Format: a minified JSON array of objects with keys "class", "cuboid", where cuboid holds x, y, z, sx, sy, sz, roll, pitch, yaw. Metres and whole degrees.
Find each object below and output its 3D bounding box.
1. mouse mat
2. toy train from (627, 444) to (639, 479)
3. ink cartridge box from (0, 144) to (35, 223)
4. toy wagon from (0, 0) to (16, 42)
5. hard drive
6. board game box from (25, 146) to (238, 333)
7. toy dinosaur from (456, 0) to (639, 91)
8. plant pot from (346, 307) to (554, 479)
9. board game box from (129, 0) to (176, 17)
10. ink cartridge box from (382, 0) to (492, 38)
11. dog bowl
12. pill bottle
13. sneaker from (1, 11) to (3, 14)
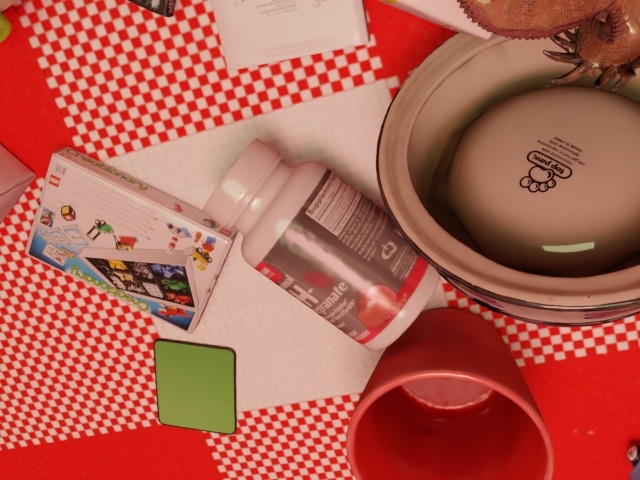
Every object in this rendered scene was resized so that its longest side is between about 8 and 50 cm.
[{"class":"mouse mat","cuboid":[-0.224,0.264,1.206,0.152,0.007,0.190,6,115,8]},{"class":"toy train","cuboid":[0.572,0.382,1.053,0.184,0.105,0.080,25,115,0]},{"class":"ink cartridge box","cuboid":[-0.645,-0.060,1.078,0.223,0.129,0.307,43,114,-8]},{"class":"toy wagon","cuboid":[-0.492,-0.384,0.875,0.344,0.068,0.267,-37,92,-4]},{"class":"hard drive","cuboid":[-0.061,-0.394,0.875,0.203,0.040,0.308,-7,111,13]},{"class":"board game box","cuboid":[-0.306,0.003,1.083,0.305,0.053,0.193,26,114,-1]},{"class":"toy dinosaur","cuboid":[0.216,-0.233,0.630,0.295,0.127,0.200,3,123,-3]},{"class":"plant pot","cuboid":[0.186,0.240,0.989,0.274,0.243,0.275,4,113,8]},{"class":"board game box","cuboid":[-0.234,-0.406,0.887,0.126,0.026,0.186,27,123,11]},{"class":"ink cartridge box","cuboid":[0.096,-0.325,0.756,0.353,0.207,0.119,19,110,-9]},{"class":"dog bowl","cuboid":[0.278,-0.081,0.775,0.407,0.408,0.150,-8,150,14]},{"class":"pill bottle","cuboid":[0.000,0.000,0.958,0.318,0.176,0.176,36,114,-6]},{"class":"sneaker","cuboid":[-0.607,-0.370,0.963,0.319,0.112,0.131,13,100,-1]}]
